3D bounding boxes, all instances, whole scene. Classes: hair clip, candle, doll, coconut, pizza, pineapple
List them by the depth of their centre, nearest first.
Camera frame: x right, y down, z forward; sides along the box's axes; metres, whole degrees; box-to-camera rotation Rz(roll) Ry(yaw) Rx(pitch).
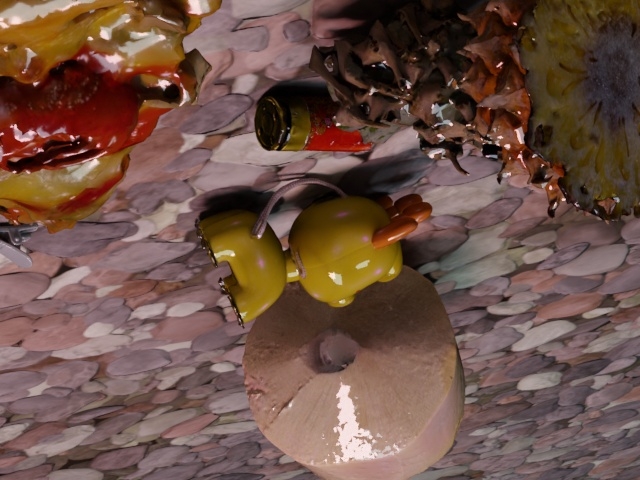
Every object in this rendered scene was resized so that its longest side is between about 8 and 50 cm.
[{"bbox_3d":[-0.221,-0.089,1.437,0.440,0.130,0.406,-17,157,7],"label":"pizza"},{"bbox_3d":[0.122,-0.135,1.494,0.272,0.262,0.262,-3,172,42],"label":"pineapple"},{"bbox_3d":[0.009,-0.102,1.660,0.131,0.052,0.052,-2,155,-32],"label":"candle"},{"bbox_3d":[-0.310,0.003,1.729,0.115,0.039,0.030,3,147,-34],"label":"hair clip"},{"bbox_3d":[0.000,0.000,1.839,0.221,0.135,0.143,-20,-169,-3],"label":"doll"},{"bbox_3d":[0.038,0.144,2.056,0.239,0.239,0.244,-16,158,3],"label":"coconut"}]
